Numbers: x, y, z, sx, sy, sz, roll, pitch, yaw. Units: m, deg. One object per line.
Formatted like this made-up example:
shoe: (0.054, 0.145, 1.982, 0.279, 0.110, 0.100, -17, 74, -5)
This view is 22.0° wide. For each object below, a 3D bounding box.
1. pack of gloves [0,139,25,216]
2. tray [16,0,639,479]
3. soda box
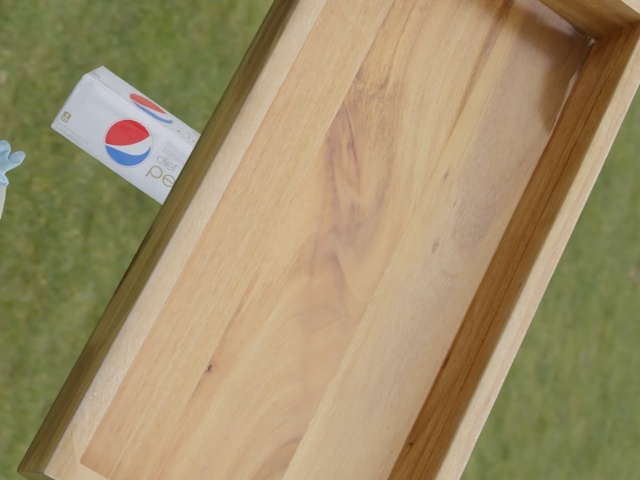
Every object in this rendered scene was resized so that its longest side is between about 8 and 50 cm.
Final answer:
pack of gloves: (-0.420, -0.104, 1.769, 0.232, 0.195, 0.046, -95, -160, -69)
tray: (0.024, -0.007, 0.912, 0.411, 0.203, 0.076, -63, -163, -18)
soda box: (-0.158, -0.085, 1.654, 0.069, 0.216, 0.074, -55, -178, 14)
